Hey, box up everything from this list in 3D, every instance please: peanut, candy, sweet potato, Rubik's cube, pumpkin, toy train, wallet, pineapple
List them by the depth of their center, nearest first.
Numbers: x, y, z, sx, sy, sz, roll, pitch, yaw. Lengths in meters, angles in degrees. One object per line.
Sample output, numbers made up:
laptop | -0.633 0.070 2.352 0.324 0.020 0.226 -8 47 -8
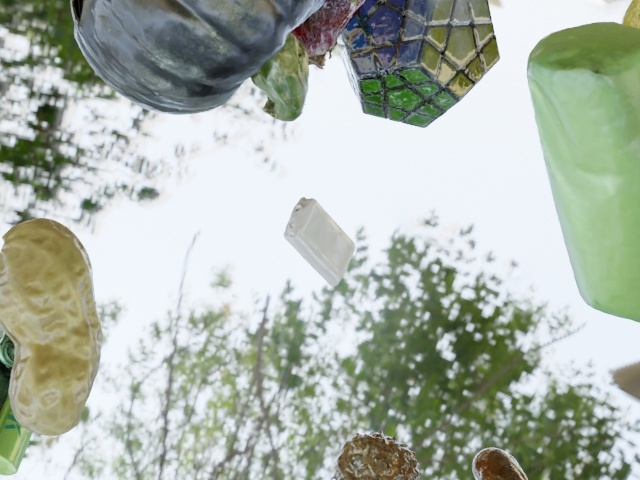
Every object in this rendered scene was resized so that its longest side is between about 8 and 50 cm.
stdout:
pumpkin | -0.094 -0.243 1.035 0.296 0.295 0.296 15 -156 -7
candy | 0.313 -0.061 1.061 0.132 0.343 0.142 -23 -145 1
peanut | -0.381 0.121 1.424 0.147 0.305 0.147 -9 -175 1
toy train | -0.535 0.276 1.729 0.157 0.105 0.253 46 -141 -33
wallet | 0.000 0.000 1.770 0.033 0.095 0.190 8 153 36
Rubik's cube | 0.171 -0.366 1.856 0.319 0.318 0.264 31 -167 25
sweet potato | 0.347 0.486 1.878 0.098 0.097 0.291 13 -151 -12
pineapple | 0.114 0.447 1.920 0.193 0.166 0.166 39 -176 -45

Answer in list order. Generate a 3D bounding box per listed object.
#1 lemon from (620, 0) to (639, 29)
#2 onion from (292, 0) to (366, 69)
lemon | 0.509 -0.191 1.177 0.348 0.347 0.348 15 -156 -7
onion | -0.009 -0.370 1.345 0.227 0.283 0.120 -11 -173 -19
